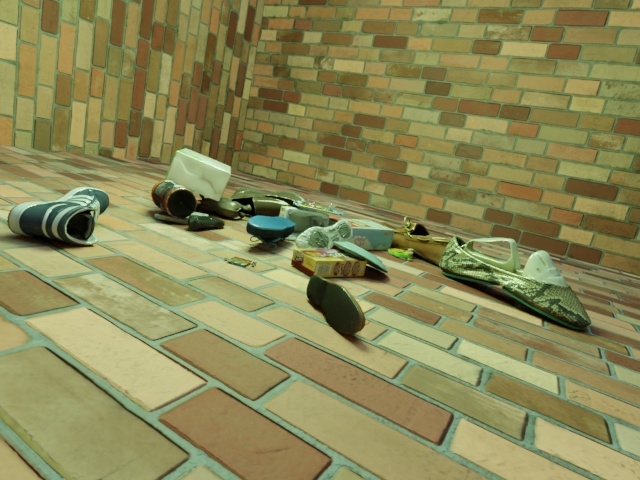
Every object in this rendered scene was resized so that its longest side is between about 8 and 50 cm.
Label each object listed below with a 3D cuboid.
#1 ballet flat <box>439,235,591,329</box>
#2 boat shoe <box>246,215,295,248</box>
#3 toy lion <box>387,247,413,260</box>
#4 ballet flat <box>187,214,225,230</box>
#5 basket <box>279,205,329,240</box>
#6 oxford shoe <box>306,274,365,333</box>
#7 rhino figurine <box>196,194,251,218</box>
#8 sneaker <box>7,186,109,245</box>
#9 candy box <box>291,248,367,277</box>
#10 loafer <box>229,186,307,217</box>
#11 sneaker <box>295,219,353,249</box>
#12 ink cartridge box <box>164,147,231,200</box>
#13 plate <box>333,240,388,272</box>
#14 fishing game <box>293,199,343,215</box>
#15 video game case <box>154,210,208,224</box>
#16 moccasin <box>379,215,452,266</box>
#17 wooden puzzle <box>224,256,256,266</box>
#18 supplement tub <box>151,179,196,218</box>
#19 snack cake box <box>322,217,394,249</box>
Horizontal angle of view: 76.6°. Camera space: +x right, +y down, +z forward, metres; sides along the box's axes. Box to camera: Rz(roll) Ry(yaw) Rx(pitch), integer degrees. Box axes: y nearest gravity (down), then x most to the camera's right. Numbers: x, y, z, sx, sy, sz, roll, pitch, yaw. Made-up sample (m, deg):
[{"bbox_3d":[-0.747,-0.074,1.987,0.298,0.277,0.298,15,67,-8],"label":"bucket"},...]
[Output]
[{"bbox_3d":[0.579,0.090,1.240,0.164,0.182,0.483,4,14,-38],"label":"ballet flat"},{"bbox_3d":[-0.150,-0.019,1.272,0.109,0.089,0.258,31,13,22],"label":"boat shoe"},{"bbox_3d":[0.304,0.048,1.545,0.096,0.034,0.100,7,11,13],"label":"toy lion"},{"bbox_3d":[-0.376,-0.056,1.333,0.057,0.049,0.173,13,5,24],"label":"ballet flat"},{"bbox_3d":[-0.067,-0.059,1.473,0.167,0.113,0.103,8,8,-21],"label":"basket"},{"bbox_3d":[0.045,0.125,0.813,0.076,0.076,0.212,19,8,-25],"label":"oxford shoe"},{"bbox_3d":[-0.402,-0.140,1.612,0.243,0.073,0.106,17,9,28],"label":"rhino figurine"},{"bbox_3d":[-0.573,-0.062,0.988,0.153,0.099,0.282,9,18,9],"label":"sneaker"},{"bbox_3d":[0.025,0.062,1.130,0.186,0.053,0.109,1,16,-39],"label":"candy box"},{"bbox_3d":[-0.220,-0.127,1.660,0.366,0.134,0.130,8,28,23],"label":"loafer"},{"bbox_3d":[0.000,0.000,1.372,0.232,0.090,0.115,-14,-5,-40],"label":"sneaker"},{"bbox_3d":[-0.468,-0.269,1.599,0.207,0.119,0.353,22,9,-17],"label":"ink cartridge box"},{"bbox_3d":[0.124,0.043,1.217,0.188,0.024,0.188,30,-3,2],"label":"plate"},{"bbox_3d":[-0.006,-0.123,1.461,0.189,0.041,0.264,14,6,8],"label":"fishing game"},{"bbox_3d":[-0.474,-0.083,1.399,0.143,0.019,0.157,11,13,-6],"label":"video game case"},{"bbox_3d":[0.381,-0.015,1.620,0.139,0.147,0.380,4,14,-35],"label":"moccasin"},{"bbox_3d":[-0.207,0.055,1.041,0.083,0.006,0.049,14,12,9],"label":"wooden puzzle"},{"bbox_3d":[-0.499,-0.145,1.358,0.106,0.106,0.198,2,16,-41],"label":"supplement tub"},{"bbox_3d":[0.142,-0.025,1.574,0.264,0.089,0.152,2,17,-41],"label":"snack cake box"}]
